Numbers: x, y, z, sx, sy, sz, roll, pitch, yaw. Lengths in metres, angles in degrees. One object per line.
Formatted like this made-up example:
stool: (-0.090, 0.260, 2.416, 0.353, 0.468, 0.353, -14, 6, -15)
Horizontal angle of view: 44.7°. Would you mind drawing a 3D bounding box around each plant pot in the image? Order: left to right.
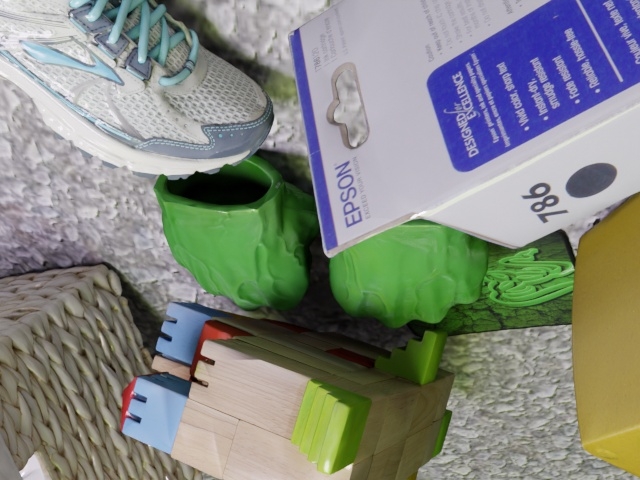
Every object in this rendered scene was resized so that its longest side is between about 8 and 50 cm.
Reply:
plant pot: (0.299, 0.081, 0.544, 0.212, 0.187, 0.212, 27, 154, 0)

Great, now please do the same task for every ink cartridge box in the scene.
ink cartridge box: (0.142, -0.113, 0.345, 0.333, 0.165, 0.065, -26, 140, 22)

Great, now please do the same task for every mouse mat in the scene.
mouse mat: (0.155, 0.048, 0.751, 0.190, 0.007, 0.152, -11, 138, 26)

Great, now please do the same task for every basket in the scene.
basket: (-0.356, 0.230, 0.819, 0.331, 0.266, 0.328, -10, 109, 23)

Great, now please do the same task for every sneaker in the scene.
sneaker: (-0.153, -0.138, 0.500, 0.283, 0.110, 0.122, 22, 139, -15)

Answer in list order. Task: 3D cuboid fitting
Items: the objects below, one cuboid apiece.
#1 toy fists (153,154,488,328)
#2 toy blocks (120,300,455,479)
toy fists: (0.000, 0.000, 0.657, 0.279, 0.096, 0.142, 4, 136, 12)
toy blocks: (-0.039, 0.138, 0.726, 0.261, 0.190, 0.381, 16, -179, 22)
